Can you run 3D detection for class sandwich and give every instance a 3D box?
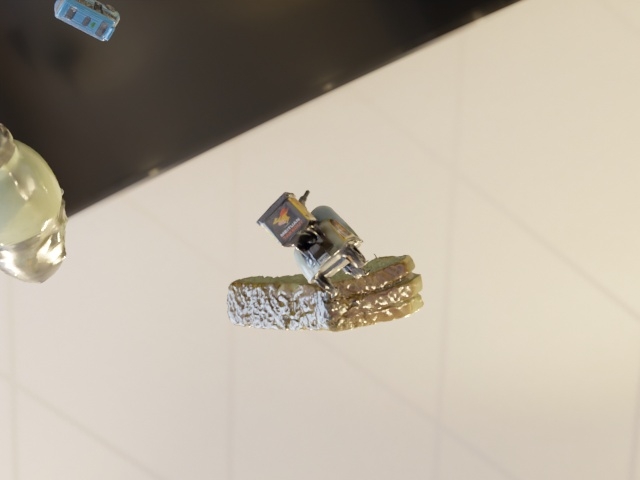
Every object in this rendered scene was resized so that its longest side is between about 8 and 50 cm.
[{"bbox_3d":[0.014,0.095,2.374,0.254,0.100,0.288,-17,-170,-43],"label":"sandwich"}]

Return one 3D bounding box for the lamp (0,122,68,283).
[{"bbox_3d":[-0.295,-0.030,1.302,0.101,0.250,0.101,-1,-123,1],"label":"lamp"}]

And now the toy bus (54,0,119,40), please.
[{"bbox_3d":[-0.310,-0.300,1.818,0.038,0.083,0.046,-52,-152,25],"label":"toy bus"}]

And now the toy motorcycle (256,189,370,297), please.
[{"bbox_3d":[0.000,0.000,1.968,0.091,0.157,0.263,-45,175,6],"label":"toy motorcycle"}]
